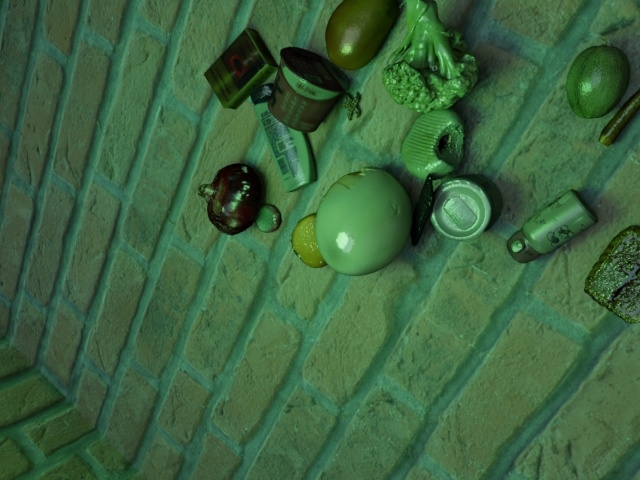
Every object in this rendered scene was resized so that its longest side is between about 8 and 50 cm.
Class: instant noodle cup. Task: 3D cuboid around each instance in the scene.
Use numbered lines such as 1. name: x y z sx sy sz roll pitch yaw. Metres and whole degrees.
1. instant noodle cup: -0.050 -0.461 1.733 0.235 0.234 0.179 44 128 15

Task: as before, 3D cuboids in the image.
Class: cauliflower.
1. cauliflower: 0.305 -0.484 1.494 0.327 0.260 0.281 46 128 47

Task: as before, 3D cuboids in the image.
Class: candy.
1. candy: -0.188 -0.077 1.985 0.103 0.043 0.103 8 105 31

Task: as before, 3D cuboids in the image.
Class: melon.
1. melon: 0.676 -0.395 1.366 0.139 0.139 0.193 12 109 27

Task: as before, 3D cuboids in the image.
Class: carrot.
1. carrot: 0.759 -0.313 1.391 0.042 0.042 0.171 41 117 17

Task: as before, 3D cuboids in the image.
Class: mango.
1. mango: 0.112 -0.630 1.648 0.175 0.139 0.255 35 108 6

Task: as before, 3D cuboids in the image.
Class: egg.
1. egg: 0.121 -0.047 1.647 0.282 0.345 0.283 20 145 15

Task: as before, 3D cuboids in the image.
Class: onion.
1. onion: -0.315 -0.145 1.930 0.252 0.219 0.252 -24 61 52

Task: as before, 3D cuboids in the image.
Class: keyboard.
1. keyboard: 0.289 -0.082 1.608 0.016 0.262 0.106 0 61 -3

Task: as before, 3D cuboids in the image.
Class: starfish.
1. starfish: 0.097 -0.426 1.759 0.078 0.028 0.091 -34 78 33

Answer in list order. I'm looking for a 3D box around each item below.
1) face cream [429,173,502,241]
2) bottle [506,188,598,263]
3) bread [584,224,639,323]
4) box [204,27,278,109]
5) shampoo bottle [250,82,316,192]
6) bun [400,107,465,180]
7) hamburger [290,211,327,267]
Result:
1. face cream: 0.408 -0.094 1.574 0.177 0.153 0.178 7 105 28
2. bottle: 0.608 -0.027 1.498 0.233 0.110 0.110 -41 79 29
3. bread: 0.796 0.086 1.420 0.181 0.096 0.222 34 113 20
4. box: -0.276 -0.584 1.918 0.240 0.071 0.159 -34 81 31
5. shampoo bottle: -0.119 -0.349 1.870 0.134 0.078 0.360 -22 89 28
6. bun: 0.337 -0.268 1.595 0.213 0.126 0.204 -52 48 22
7. hamburger: -0.008 -0.002 1.854 0.190 0.118 0.182 -21 86 28
